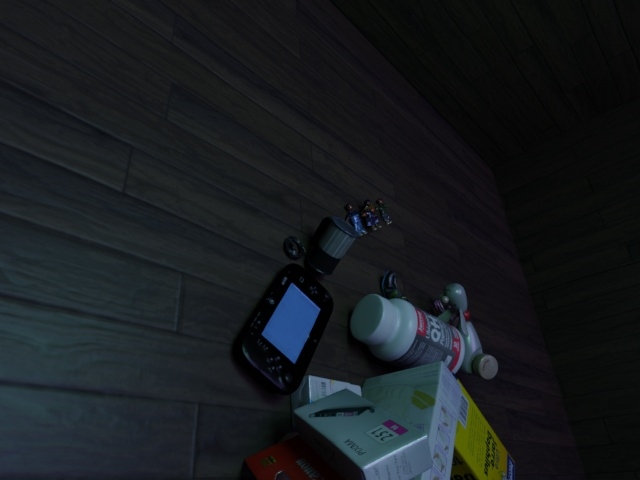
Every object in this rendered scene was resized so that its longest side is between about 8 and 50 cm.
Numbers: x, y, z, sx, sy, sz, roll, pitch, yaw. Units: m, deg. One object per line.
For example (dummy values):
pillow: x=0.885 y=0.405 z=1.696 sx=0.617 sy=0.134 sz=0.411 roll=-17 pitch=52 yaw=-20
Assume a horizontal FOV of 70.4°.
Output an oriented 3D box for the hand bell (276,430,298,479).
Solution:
hand bell: x=0.037 y=0.416 z=0.863 sx=0.126 sy=0.241 sz=0.126 roll=31 pitch=46 yaw=-39

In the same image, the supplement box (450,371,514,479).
supplement box: x=0.344 y=0.563 z=1.210 sx=0.357 sy=0.194 sz=0.195 roll=54 pitch=35 yaw=-13

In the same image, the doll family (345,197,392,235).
doll family: x=0.156 y=-0.086 z=1.499 sx=0.193 sy=0.075 sz=0.112 roll=-22 pitch=91 yaw=-53

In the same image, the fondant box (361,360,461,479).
fondant box: x=0.175 y=0.445 z=1.028 sx=0.096 sy=0.238 sz=0.330 roll=53 pitch=36 yaw=-16

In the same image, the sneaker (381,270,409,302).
sneaker: x=0.243 y=0.184 z=1.430 sx=0.067 sy=0.078 sz=0.188 roll=22 pitch=51 yaw=-44

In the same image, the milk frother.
milk frother: x=0.000 y=0.000 z=1.182 sx=0.129 sy=0.135 sz=0.143 roll=45 pitch=21 yaw=30

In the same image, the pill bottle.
pill bottle: x=0.240 y=0.268 z=1.271 sx=0.318 sy=0.176 sz=0.177 roll=29 pitch=47 yaw=-29

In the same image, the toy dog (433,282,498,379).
toy dog: x=0.459 y=0.333 z=1.550 sx=0.160 sy=0.220 sz=0.334 roll=-20 pitch=75 yaw=-24

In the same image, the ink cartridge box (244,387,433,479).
ink cartridge box: x=0.011 y=0.355 z=0.776 sx=0.238 sy=0.275 sz=0.060 roll=-13 pitch=94 yaw=-25

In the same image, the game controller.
game controller: x=-0.070 y=0.188 z=1.029 sx=0.167 sy=0.067 sz=0.319 roll=52 pitch=35 yaw=-17

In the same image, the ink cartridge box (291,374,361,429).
ink cartridge box: x=0.018 y=0.374 z=1.025 sx=0.181 sy=0.061 sz=0.105 roll=26 pitch=49 yaw=-41
